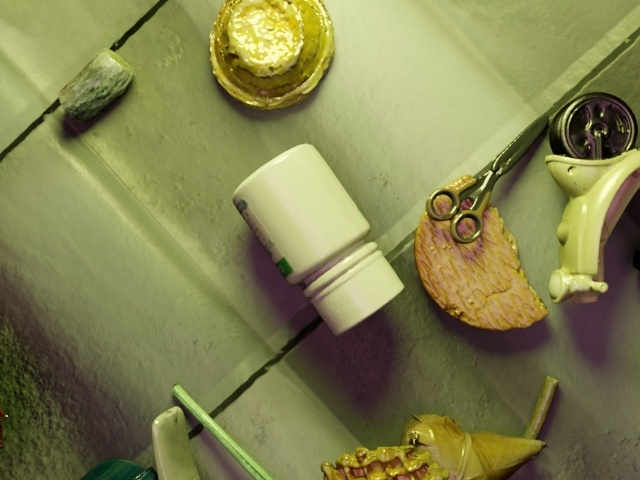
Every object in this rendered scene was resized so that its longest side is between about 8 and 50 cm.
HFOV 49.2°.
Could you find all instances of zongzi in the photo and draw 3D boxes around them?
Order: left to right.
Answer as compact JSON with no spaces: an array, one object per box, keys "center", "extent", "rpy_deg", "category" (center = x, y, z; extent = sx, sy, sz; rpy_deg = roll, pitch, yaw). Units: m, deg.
[{"center":[0.199,0.342,0.942],"extent":[0.198,0.099,0.194],"rpy_deg":[8,90,1],"category":"zongzi"}]

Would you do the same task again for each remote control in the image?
[{"center":[-0.187,0.350,0.980],"extent":[0.044,0.073,0.229],"rpy_deg":[-9,92,25],"category":"remote control"}]

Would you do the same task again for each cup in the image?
[{"center":[-0.299,0.364,0.965],"extent":[0.114,0.138,0.150],"rpy_deg":[25,93,5],"category":"cup"}]

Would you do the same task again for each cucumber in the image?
[{"center":[-0.324,-0.222,1.008],"extent":[0.112,0.064,0.064],"rpy_deg":[-42,86,7],"category":"cucumber"}]

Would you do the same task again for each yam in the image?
[{"center":[0.302,0.244,0.967],"extent":[0.021,0.021,0.116],"rpy_deg":[20,91,5],"category":"yam"}]

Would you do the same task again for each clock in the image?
[{"center":[0.446,-0.005,0.908],"extent":[0.379,0.120,0.276],"rpy_deg":[24,89,4],"category":"clock"}]

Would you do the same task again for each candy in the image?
[{"center":[-0.093,0.322,0.984],"extent":[0.335,0.092,0.093],"rpy_deg":[44,86,12],"category":"candy"}]

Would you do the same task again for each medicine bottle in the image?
[{"center":[0.000,0.000,0.938],"extent":[0.139,0.139,0.236],"rpy_deg":[-36,88,4],"category":"medicine bottle"}]

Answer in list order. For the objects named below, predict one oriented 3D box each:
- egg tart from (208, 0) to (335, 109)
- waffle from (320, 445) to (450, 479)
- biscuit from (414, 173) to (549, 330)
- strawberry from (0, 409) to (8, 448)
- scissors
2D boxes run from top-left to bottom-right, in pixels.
[{"center":[-0.072,-0.281,0.977],"extent":[0.191,0.074,0.191],"rpy_deg":[0,88,7],"category":"egg tart"},{"center":[0.083,0.344,0.891],"extent":[0.191,0.038,0.191],"rpy_deg":[0,90,13],"category":"waffle"},{"center":[0.208,0.034,0.968],"extent":[0.145,0.033,0.224],"rpy_deg":[-31,85,3],"category":"biscuit"},{"center":[-0.597,0.228,0.953],"extent":[0.289,0.250,0.238],"rpy_deg":[18,99,30],"category":"strawberry"},{"center":[0.239,-0.094,0.953],"extent":[0.088,0.017,0.220],"rpy_deg":[44,81,3],"category":"scissors"}]
